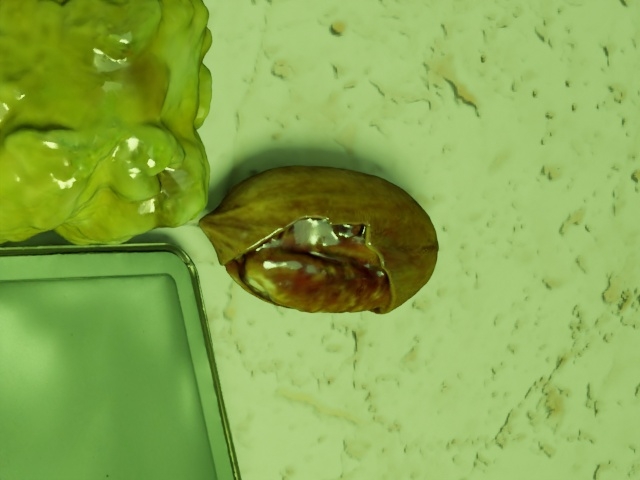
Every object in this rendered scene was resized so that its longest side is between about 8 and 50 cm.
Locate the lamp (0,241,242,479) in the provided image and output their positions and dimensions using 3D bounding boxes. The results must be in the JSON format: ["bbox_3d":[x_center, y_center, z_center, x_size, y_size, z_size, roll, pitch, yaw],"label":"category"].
[{"bbox_3d":[-0.169,0.135,1.031,0.266,0.047,0.269,-2,75,-45],"label":"lamp"}]

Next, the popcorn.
[{"bbox_3d":[-0.171,-0.084,1.008,0.203,0.200,0.226,75,29,-51],"label":"popcorn"}]

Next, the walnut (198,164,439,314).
[{"bbox_3d":[0.000,0.000,1.155,0.207,0.116,0.115,10,98,-31],"label":"walnut"}]
